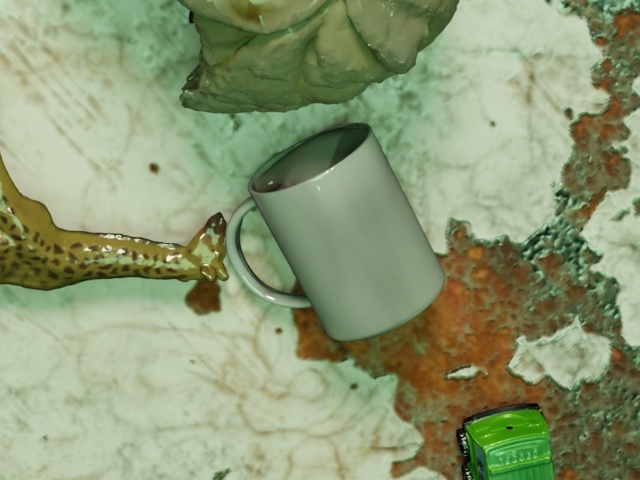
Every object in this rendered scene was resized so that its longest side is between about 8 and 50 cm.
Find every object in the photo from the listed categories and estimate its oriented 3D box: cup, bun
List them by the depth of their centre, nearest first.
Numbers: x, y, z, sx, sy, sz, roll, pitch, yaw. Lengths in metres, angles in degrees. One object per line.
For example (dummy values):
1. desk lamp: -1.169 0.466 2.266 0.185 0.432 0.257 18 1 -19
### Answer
1. bun: -0.029 -0.215 1.043 0.282 0.205 0.281 -3 105 -10
2. cup: 0.008 -0.006 1.179 0.099 0.136 0.133 -42 113 -32

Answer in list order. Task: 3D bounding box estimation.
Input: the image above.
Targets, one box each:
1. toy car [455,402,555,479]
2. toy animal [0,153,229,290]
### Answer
1. toy car: 0.154 0.211 1.271 0.071 0.062 0.165 -11 108 -7
2. toy animal: -0.200 -0.014 1.152 0.275 0.054 0.149 32 95 -14
